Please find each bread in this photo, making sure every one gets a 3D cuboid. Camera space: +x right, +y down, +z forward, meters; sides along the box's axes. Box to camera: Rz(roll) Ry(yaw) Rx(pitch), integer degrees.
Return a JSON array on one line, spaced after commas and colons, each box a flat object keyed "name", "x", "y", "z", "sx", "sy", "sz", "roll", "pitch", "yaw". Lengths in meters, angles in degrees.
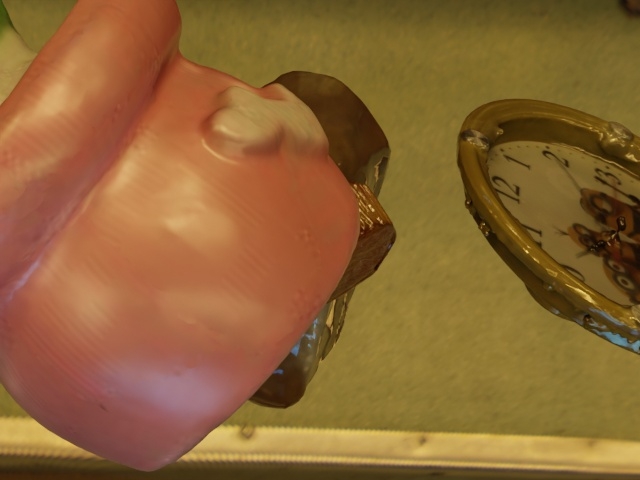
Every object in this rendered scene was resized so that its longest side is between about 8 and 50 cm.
[{"name": "bread", "x": 0.000, "y": 0.000, "z": 0.816, "sx": 0.085, "sy": 0.085, "sz": 0.053, "roll": -32, "pitch": 67, "yaw": -15}]

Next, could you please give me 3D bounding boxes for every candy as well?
[{"name": "candy", "x": -0.025, "y": 0.005, "z": 0.932, "sx": 0.102, "sy": 0.234, "sz": 0.104, "roll": 23, "pitch": 40, "yaw": 10}]

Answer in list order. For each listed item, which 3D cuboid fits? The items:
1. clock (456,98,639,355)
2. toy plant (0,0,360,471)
[{"name": "clock", "x": 0.178, "y": 0.002, "z": 0.831, "sx": 0.237, "sy": 0.057, "sz": 0.237, "roll": 20, "pitch": 35, "yaw": -15}, {"name": "toy plant", "x": -0.158, "y": -0.067, "z": 0.662, "sx": 0.356, "sy": 0.210, "sz": 0.317, "roll": 34, "pitch": 30, "yaw": -9}]
